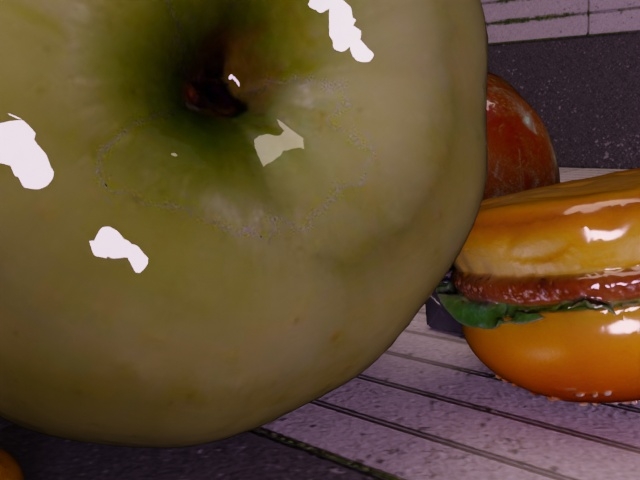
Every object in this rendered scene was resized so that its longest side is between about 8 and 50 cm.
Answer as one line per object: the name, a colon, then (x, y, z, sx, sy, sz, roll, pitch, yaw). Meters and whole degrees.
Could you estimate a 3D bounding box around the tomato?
tomato: (0.183, -0.089, 1.071, 0.223, 0.270, 0.270, -19, 13, -9)

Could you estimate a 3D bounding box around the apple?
apple: (-0.114, -0.080, 0.588, 0.474, 0.473, 0.473, -2, 10, 0)

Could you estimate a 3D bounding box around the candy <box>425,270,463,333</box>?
candy: (0.248, 0.044, 0.883, 0.313, 0.061, 0.088, -11, 11, -41)

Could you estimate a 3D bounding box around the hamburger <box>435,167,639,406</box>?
hamburger: (0.215, 0.038, 0.620, 0.246, 0.169, 0.246, -13, 3, 1)

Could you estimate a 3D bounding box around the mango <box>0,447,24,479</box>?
mango: (-0.199, 0.146, 0.440, 0.060, 0.046, 0.089, -3, 14, -8)
